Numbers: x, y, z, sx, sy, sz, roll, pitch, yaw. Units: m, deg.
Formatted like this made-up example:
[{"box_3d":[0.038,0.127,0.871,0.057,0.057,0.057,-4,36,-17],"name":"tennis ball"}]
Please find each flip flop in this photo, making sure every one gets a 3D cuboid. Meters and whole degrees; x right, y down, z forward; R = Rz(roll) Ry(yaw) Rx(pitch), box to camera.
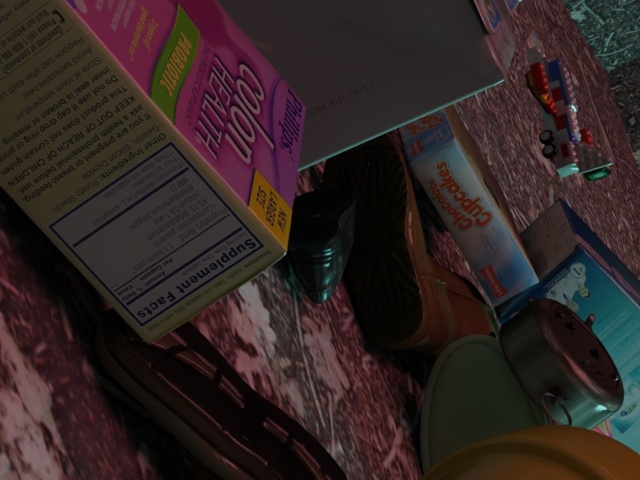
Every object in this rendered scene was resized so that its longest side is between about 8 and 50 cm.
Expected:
[{"box_3d":[-0.059,0.156,1.293,0.277,0.080,0.112,45,19,-12],"name":"flip flop"}]

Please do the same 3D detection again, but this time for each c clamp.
[{"box_3d":[0.117,-0.089,2.295,0.137,0.022,0.160,48,22,-60],"name":"c clamp"}]

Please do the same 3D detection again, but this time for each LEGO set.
[{"box_3d":[0.188,-0.152,1.595,0.244,0.060,0.182,65,19,-11],"name":"LEGO set"}]

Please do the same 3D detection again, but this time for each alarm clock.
[{"box_3d":[0.227,0.123,1.808,0.129,0.064,0.192,47,24,-10],"name":"alarm clock"}]

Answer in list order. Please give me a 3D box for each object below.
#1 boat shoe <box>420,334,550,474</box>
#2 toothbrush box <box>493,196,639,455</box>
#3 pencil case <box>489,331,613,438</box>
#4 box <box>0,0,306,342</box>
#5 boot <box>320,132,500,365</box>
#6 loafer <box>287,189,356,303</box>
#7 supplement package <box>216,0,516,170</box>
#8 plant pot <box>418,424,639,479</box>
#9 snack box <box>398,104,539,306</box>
[{"box_3d":[0.185,0.257,1.826,0.113,0.127,0.340,46,23,-63],"name":"boat shoe"},{"box_3d":[0.328,0.118,2.137,0.295,0.126,0.216,44,11,-11],"name":"toothbrush box"},{"box_3d":[0.236,0.226,1.936,0.124,0.124,0.284,22,61,-67],"name":"pencil case"},{"box_3d":[-0.131,-0.097,1.267,0.243,0.117,0.213,50,21,-21],"name":"box"},{"box_3d":[0.097,0.028,1.954,0.269,0.089,0.236,29,50,-64],"name":"boot"},{"box_3d":[0.000,0.000,1.741,0.170,0.062,0.061,-63,149,-66],"name":"loafer"},{"box_3d":[-0.001,-0.185,1.605,0.204,0.262,0.145,64,16,-12],"name":"supplement package"},{"box_3d":[0.131,0.276,1.447,0.239,0.254,0.254,-5,71,-57],"name":"plant pot"},{"box_3d":[0.147,-0.075,2.119,0.187,0.060,0.322,58,8,-20],"name":"snack box"}]
